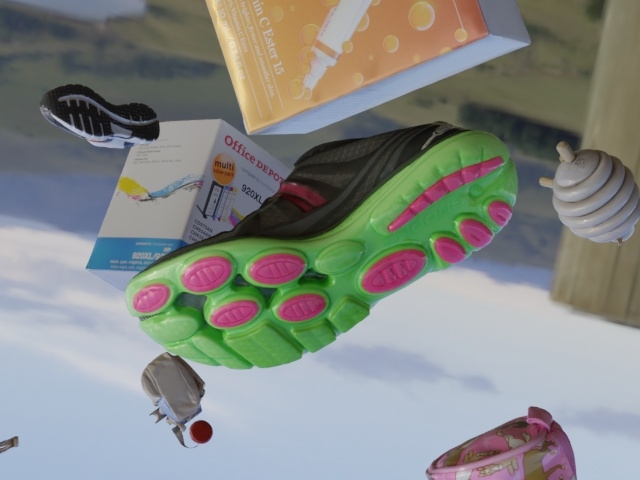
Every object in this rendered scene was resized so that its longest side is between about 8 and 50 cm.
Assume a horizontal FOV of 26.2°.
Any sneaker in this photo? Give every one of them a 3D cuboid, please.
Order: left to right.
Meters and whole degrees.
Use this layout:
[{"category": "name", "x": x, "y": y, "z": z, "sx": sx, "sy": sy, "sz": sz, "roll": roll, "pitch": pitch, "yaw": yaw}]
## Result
[{"category": "sneaker", "x": -0.171, "y": -0.087, "z": 1.029, "sx": 0.043, "sy": 0.040, "sz": 0.109, "roll": -17, "pitch": 161, "yaw": 34}, {"category": "sneaker", "x": 0.000, "y": 0.000, "z": 1.643, "sx": 0.482, "sy": 0.185, "sz": 0.202, "roll": -23, "pitch": -154, "yaw": -5}]

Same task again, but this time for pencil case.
[{"category": "pencil case", "x": 0.257, "y": 0.385, "z": 1.523, "sx": 0.167, "sy": 0.386, "sz": 0.160, "roll": -24, "pitch": 179, "yaw": -21}]

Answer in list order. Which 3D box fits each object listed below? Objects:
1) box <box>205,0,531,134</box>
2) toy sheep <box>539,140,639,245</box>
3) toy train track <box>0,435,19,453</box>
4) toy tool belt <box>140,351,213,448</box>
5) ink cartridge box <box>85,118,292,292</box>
[{"category": "box", "x": 0.055, "y": -0.289, "z": 1.735, "sx": 0.345, "sy": 0.215, "sz": 0.168, "roll": -20, "pitch": 176, "yaw": 25}, {"category": "toy sheep", "x": 0.264, "y": -0.046, "z": 1.334, "sx": 0.132, "sy": 0.091, "sz": 0.091, "roll": 44, "pitch": 168, "yaw": -27}, {"category": "toy train track", "x": -0.338, "y": 0.219, "z": 1.419, "sx": 0.014, "sy": 0.048, "sz": 0.083, "roll": 0, "pitch": -170, "yaw": 29}, {"category": "toy tool belt", "x": -0.120, "y": 0.136, "z": 1.156, "sx": 0.052, "sy": 0.083, "sz": 0.051, "roll": -33, "pitch": 177, "yaw": -17}, {"category": "ink cartridge box", "x": -0.175, "y": -0.028, "z": 1.892, "sx": 0.168, "sy": 0.233, "sz": 0.171, "roll": 1, "pitch": 156, "yaw": 40}]
